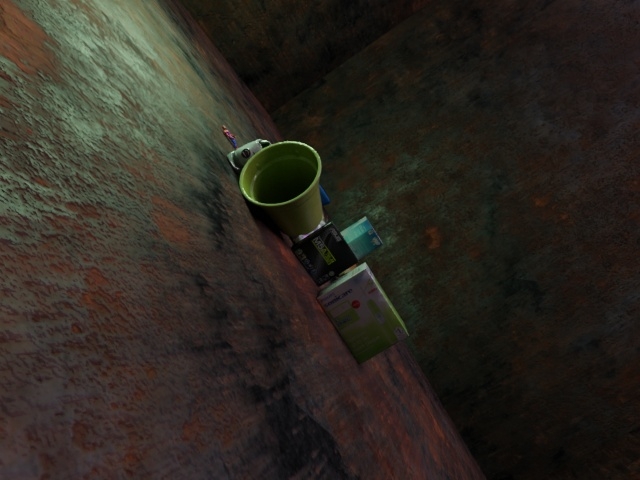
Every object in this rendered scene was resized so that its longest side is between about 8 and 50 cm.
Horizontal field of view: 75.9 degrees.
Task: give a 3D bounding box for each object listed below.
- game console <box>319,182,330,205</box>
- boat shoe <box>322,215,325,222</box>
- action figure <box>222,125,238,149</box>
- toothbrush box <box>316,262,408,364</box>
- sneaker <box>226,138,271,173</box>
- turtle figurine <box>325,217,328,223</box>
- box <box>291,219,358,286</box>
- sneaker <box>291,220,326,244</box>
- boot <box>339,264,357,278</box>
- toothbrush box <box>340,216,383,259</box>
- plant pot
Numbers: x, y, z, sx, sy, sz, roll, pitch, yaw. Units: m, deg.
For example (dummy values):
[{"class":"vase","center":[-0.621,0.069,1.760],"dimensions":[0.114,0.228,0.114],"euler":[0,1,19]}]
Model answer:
[{"class":"game console","center":[-0.089,-0.361,2.669],"dimensions":[0.293,0.249,0.174],"euler":[53,35,-29]},{"class":"boat shoe","center":[-0.031,-0.144,2.404],"dimensions":[0.285,0.092,0.103],"euler":[-113,-167,-67]},{"class":"action figure","center":[-0.351,-0.404,1.622],"dimensions":[0.115,0.030,0.038],"euler":[52,14,-25]},{"class":"toothbrush box","center":[0.149,0.257,1.464],"dimensions":[0.284,0.206,0.122],"euler":[58,8,-3]},{"class":"sneaker","center":[-0.234,-0.309,1.552],"dimensions":[0.123,0.146,0.330],"euler":[55,6,-7]},{"class":"turtle figurine","center":[-0.005,-0.019,1.959],"dimensions":[0.175,0.117,0.235],"euler":[-78,153,-59]},{"class":"box","center":[0.018,0.051,1.537],"dimensions":[0.191,0.184,0.045],"euler":[56,8,-21]},{"class":"sneaker","center":[-0.034,0.002,1.714],"dimensions":[0.282,0.102,0.161],"euler":[-1,61,-61]},{"class":"boot","center":[0.169,0.231,1.991],"dimensions":[0.284,0.108,0.220],"euler":[57,14,-11]},{"class":"toothbrush box","center":[0.179,0.018,2.313],"dimensions":[0.126,0.295,0.216],"euler":[54,9,-19]},{"class":"plant pot","center":[-0.104,-0.154,1.424],"dimensions":[0.276,0.275,0.254],"euler":[63,-2,35]}]
